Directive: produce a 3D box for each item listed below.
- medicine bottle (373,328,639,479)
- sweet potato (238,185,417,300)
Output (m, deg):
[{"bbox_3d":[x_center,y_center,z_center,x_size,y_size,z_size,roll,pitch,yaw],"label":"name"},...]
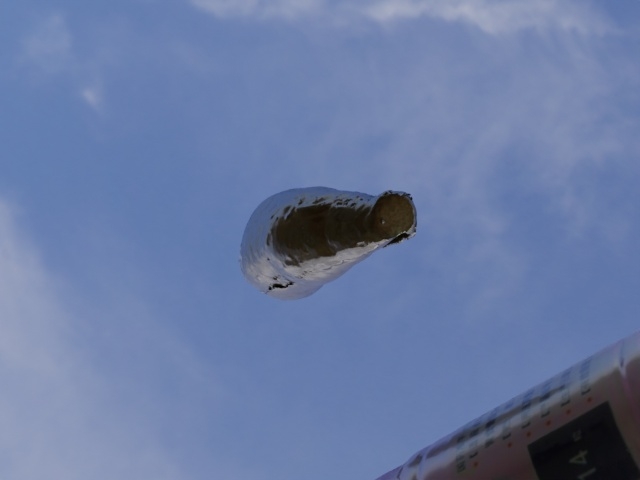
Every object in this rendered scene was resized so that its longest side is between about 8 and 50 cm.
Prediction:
[{"bbox_3d":[0.152,0.177,1.012,0.254,0.152,0.152,-34,-112,26],"label":"medicine bottle"},{"bbox_3d":[-0.003,-0.007,1.235,0.085,0.112,0.286,68,-22,4],"label":"sweet potato"}]
